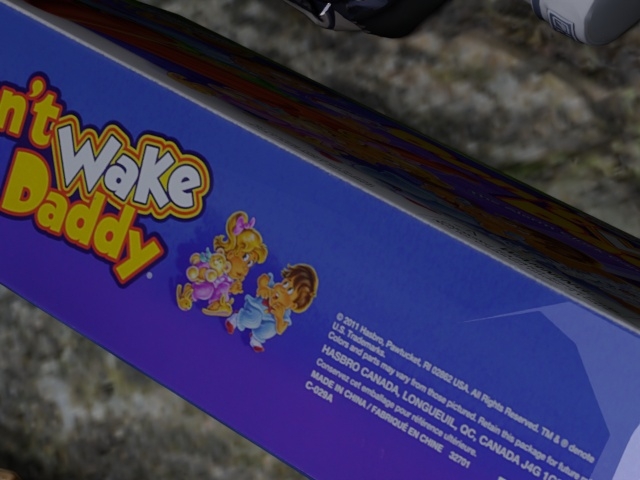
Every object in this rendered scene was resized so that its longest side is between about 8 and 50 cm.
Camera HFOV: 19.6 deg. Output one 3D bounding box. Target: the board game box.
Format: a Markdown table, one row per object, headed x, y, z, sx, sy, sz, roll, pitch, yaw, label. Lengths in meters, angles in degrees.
| x | y | z | sx | sy | sz | roll | pitch | yaw | label |
| --- | --- | --- | --- | --- | --- | --- | --- | --- | --- |
| 0.000 | 0.000 | 0.623 | 0.347 | 0.233 | 0.078 | 28 | 100 | 28 | board game box |

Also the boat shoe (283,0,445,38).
| x | y | z | sx | sy | sz | roll | pitch | yaw | label |
| --- | --- | --- | --- | --- | --- | --- | --- | --- | --- |
| -0.095 | -0.208 | 0.738 | 0.340 | 0.158 | 0.127 | 36 | 103 | 27 | boat shoe |

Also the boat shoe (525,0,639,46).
| x | y | z | sx | sy | sz | roll | pitch | yaw | label |
| --- | --- | --- | --- | --- | --- | --- | --- | --- | --- |
| 0.134 | -0.195 | 0.645 | 0.084 | 0.095 | 0.258 | 39 | 103 | 22 | boat shoe |

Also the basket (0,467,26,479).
| x | y | z | sx | sy | sz | roll | pitch | yaw | label |
| --- | --- | --- | --- | --- | --- | --- | --- | --- | --- |
| -0.159 | 0.221 | 0.774 | 0.299 | 0.223 | 0.213 | 28 | 66 | 28 | basket |
